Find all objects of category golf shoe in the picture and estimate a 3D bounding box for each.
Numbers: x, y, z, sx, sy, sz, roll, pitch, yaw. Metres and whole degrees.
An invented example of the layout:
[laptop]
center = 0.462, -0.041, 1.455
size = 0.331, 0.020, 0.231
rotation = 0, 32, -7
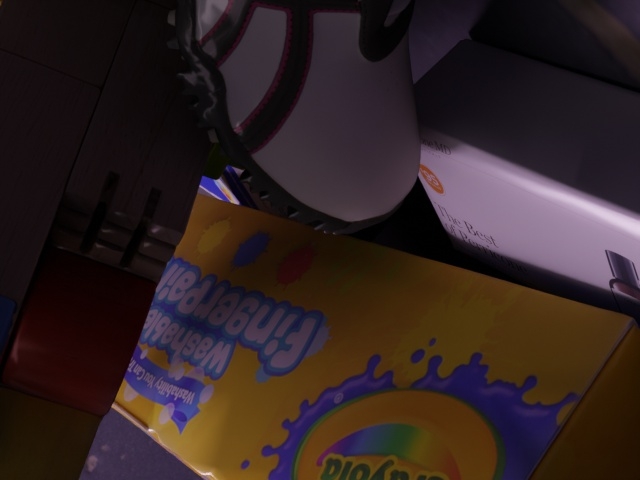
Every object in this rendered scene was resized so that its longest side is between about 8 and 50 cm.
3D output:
[golf shoe]
center = 0.003, -0.111, 0.418
size = 0.120, 0.105, 0.272
rotation = 1, 131, 29

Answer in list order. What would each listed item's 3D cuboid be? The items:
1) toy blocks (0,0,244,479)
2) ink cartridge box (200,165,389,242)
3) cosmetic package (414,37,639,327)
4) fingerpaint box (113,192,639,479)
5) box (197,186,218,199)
[toy blocks]
center = -0.140, 0.026, 0.556
size = 0.191, 0.260, 0.381
rotation = 20, 152, -11
[ink cartridge box]
center = -0.115, -0.118, 0.850
size = 0.371, 0.069, 0.175
rotation = 29, 157, 43
[cosmetic package]
center = 0.135, -0.004, 0.472
size = 0.239, 0.060, 0.099
rotation = 30, 156, 48
[fingerpaint box]
center = 0.085, 0.159, 0.706
size = 0.371, 0.163, 0.445
rotation = 42, 167, -29
[box]
center = -0.172, -0.054, 1.113
size = 0.170, 0.091, 0.130
rotation = 42, 165, 16
